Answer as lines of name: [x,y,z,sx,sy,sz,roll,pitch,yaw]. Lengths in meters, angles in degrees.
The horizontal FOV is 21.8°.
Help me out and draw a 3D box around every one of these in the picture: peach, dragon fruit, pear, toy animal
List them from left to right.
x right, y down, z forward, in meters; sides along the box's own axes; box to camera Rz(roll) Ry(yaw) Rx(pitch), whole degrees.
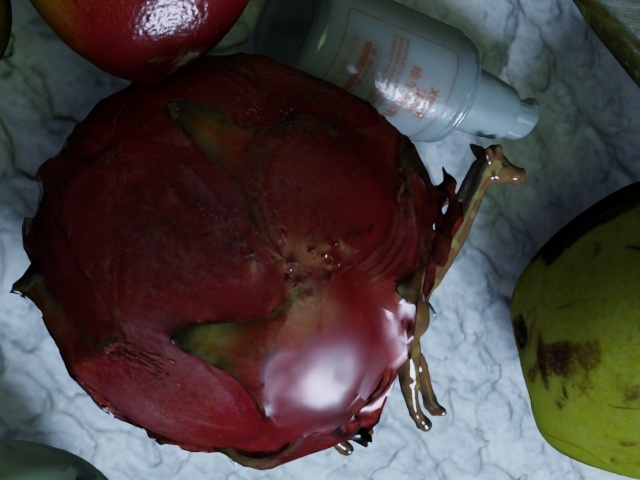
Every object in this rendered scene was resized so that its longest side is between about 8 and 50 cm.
peach: [-0.124,-0.202,1.140,0.197,0.197,0.197,-9,110,-26]
dragon fruit: [-0.056,0.011,1.202,0.295,0.302,0.295,-60,166,-27]
toy animal: [0.080,0.048,1.379,0.224,0.066,0.229,-14,107,-17]
pear: [0.298,0.075,1.437,0.284,0.283,0.283,-9,110,-26]

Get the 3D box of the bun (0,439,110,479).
bun: [-0.265,0.288,1.237,0.293,0.187,0.293,-6,97,-54]

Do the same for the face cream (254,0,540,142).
face cream: [0.074,-0.132,1.338,0.252,0.101,0.101,19,96,-32]

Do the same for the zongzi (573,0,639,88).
zongzi: [0.299,-0.152,1.230,0.403,0.208,0.432,61,29,4]

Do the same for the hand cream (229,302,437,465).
hand cream: [0.006,0.116,1.421,0.216,0.038,0.052,-30,94,-11]

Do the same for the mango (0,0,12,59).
mango: [-0.300,-0.182,1.105,0.151,0.120,0.221,-40,128,-14]
